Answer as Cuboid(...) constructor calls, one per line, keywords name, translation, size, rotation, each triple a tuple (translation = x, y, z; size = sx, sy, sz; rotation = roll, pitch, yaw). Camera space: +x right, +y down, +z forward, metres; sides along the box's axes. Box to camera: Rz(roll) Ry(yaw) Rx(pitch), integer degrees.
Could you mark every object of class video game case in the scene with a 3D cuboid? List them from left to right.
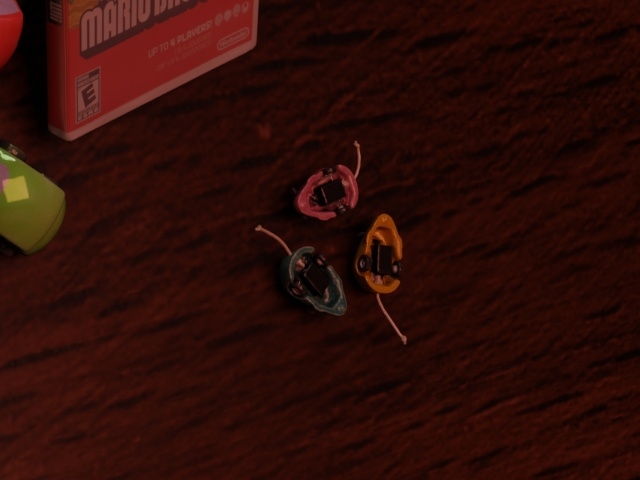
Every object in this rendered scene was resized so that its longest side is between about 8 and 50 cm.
Cuboid(name="video game case", translation=(-0.108, -0.228, 1.156), size=(0.204, 0.025, 0.285), rotation=(-33, 139, -43))

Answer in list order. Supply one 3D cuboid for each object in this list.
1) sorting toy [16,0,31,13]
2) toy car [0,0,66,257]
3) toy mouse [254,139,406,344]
Cuboid(name="sorting toy", translation=(-0.246, -0.207, 1.135), size=(0.126, 0.127, 0.365), rotation=(38, 61, 6))
Cuboid(name="toy car", translation=(-0.220, -0.048, 1.079), size=(0.239, 0.053, 0.225), rotation=(-57, 147, -8))
Cuboid(name="toy mouse", translation=(0.000, 0.000, 1.314), size=(0.143, 0.031, 0.161), rotation=(4, 81, -37))
